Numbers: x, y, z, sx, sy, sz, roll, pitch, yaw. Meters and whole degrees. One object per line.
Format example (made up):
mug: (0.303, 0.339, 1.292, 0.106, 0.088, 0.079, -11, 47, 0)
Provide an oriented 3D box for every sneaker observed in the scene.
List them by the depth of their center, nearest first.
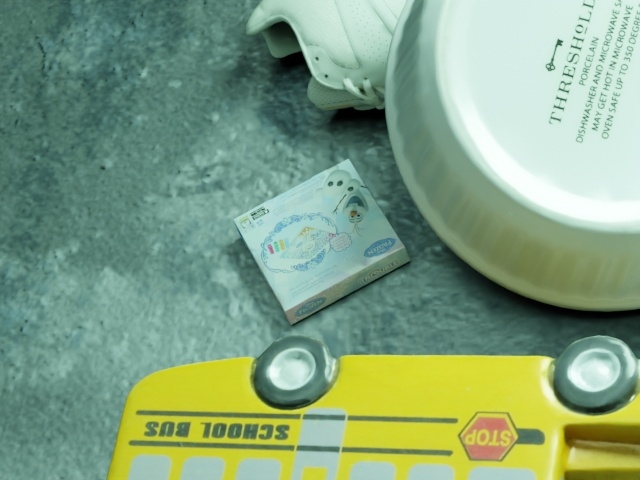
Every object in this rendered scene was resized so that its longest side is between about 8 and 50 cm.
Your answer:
sneaker: (0.059, -0.122, 1.361, 0.262, 0.099, 0.121, 35, 87, 36)

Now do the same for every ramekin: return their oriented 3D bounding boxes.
ramekin: (0.174, -0.097, 1.201, 0.273, 0.127, 0.272, 0, 81, 1)

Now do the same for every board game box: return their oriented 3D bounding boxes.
board game box: (0.000, 0.000, 1.323, 0.090, 0.020, 0.090, -28, 51, -4)

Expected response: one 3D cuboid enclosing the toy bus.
toy bus: (0.051, 0.136, 1.151, 0.333, 0.108, 0.130, 0, 55, 17)
